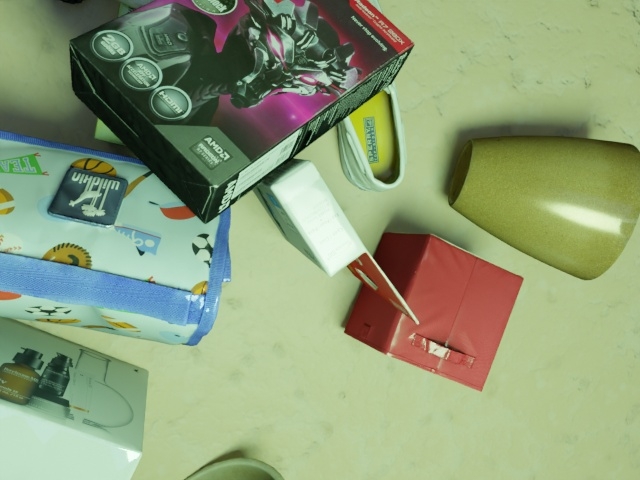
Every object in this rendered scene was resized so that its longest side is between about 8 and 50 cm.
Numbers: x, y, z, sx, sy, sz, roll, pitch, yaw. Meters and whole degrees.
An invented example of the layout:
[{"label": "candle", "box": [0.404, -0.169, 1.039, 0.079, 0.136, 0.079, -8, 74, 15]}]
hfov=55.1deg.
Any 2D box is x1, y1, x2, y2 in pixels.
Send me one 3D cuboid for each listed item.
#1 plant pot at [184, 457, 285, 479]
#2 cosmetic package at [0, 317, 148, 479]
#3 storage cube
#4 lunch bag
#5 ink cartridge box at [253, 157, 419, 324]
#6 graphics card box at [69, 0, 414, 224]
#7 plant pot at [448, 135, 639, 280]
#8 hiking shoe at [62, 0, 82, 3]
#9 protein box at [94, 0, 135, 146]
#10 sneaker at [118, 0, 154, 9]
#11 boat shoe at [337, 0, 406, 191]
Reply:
[{"label": "plant pot", "box": [-0.113, 0.579, 0.971, 0.333, 0.334, 0.305, -35, 117, -7]}, {"label": "cosmetic package", "box": [-0.427, 0.197, 0.824, 0.377, 0.284, 0.097, 26, 90, -17]}, {"label": "storage cube", "box": [0.177, 0.108, 1.006, 0.183, 0.215, 0.193, 23, 86, -16]}, {"label": "lunch bag", "box": [-0.292, 0.003, 0.776, 0.327, 0.385, 0.239, 13, 96, -15]}, {"label": "ink cartridge box", "box": [0.000, 0.000, 0.894, 0.066, 0.296, 0.261, -36, 105, -6]}, {"label": "graphics card box", "box": [-0.081, -0.216, 0.755, 0.233, 0.094, 0.371, 46, 60, 6]}, {"label": "plant pot", "box": [0.354, -0.079, 1.030, 0.254, 0.237, 0.237, 15, 95, 0]}, {"label": "hiking shoe", "box": [-0.330, -0.487, 0.833, 0.132, 0.113, 0.304, 27, 88, -11]}, {"label": "protein box", "box": [-0.201, -0.219, 0.893, 0.201, 0.136, 0.200, 11, 95, -16]}, {"label": "sneaker", "box": [-0.270, -0.387, 0.711, 0.292, 0.169, 0.108, 36, 86, -4]}, {"label": "boat shoe", "box": [0.067, -0.251, 0.945, 0.135, 0.156, 0.367, -12, 102, -13]}]
